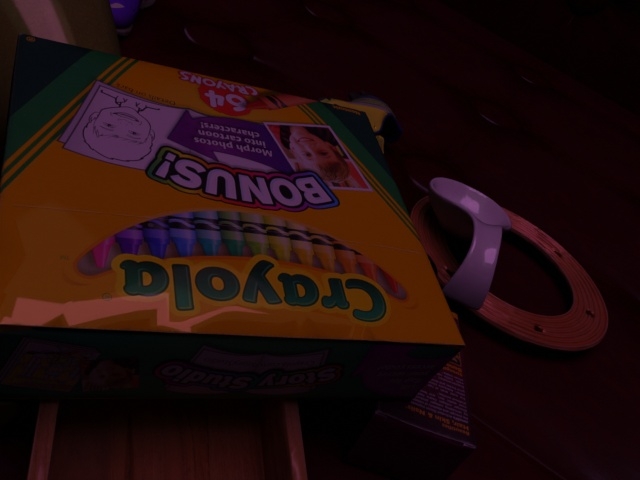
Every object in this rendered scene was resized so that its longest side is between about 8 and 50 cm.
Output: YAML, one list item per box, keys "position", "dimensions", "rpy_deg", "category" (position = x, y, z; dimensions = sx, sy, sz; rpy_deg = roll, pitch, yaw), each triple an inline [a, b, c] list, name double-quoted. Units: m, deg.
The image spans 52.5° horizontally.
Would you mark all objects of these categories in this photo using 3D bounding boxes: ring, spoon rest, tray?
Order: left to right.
- position: [-0.138, 0.067, 0.604]
  dimensions: [0.202, 0.076, 0.411]
  rpy_deg: [11, 43, -22]
  category: "tray"
- position: [0.215, -0.019, 0.920]
  dimensions: [0.137, 0.084, 0.276]
  rpy_deg: [24, 33, -5]
  category: "spoon rest"
- position: [0.282, 0.043, 0.991]
  dimensions: [0.336, 0.032, 0.337]
  rpy_deg: [18, 34, -13]
  category: "ring"

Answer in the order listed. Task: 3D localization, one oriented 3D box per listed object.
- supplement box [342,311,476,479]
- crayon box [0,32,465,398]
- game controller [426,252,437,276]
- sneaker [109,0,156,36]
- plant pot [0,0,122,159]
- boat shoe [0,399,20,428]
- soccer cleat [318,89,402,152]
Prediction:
- position: [0.088, 0.146, 0.676]
  dimensions: [0.104, 0.081, 0.188]
  rpy_deg: [22, 34, -9]
  category: "supplement box"
- position: [-0.089, -0.018, 0.583]
  dimensions: [0.362, 0.106, 0.313]
  rpy_deg: [6, 45, -27]
  category: "crayon box"
- position: [0.000, 0.000, 0.844]
  dimensions: [0.319, 0.067, 0.166]
  rpy_deg: [32, 49, 7]
  category: "game controller"
- position: [-0.347, -0.468, 1.134]
  dimensions: [0.102, 0.146, 0.293]
  rpy_deg: [19, 34, -12]
  category: "sneaker"
- position: [-0.346, -0.229, 0.753]
  dimensions: [0.274, 0.275, 0.294]
  rpy_deg: [-18, 70, -46]
  category: "plant pot"
- position: [-0.294, 0.129, 0.472]
  dimensions: [0.137, 0.049, 0.043]
  rpy_deg: [-8, 45, -34]
  category: "boat shoe"
- position: [0.048, -0.173, 1.065]
  dimensions: [0.121, 0.093, 0.289]
  rpy_deg: [42, 37, 10]
  category: "soccer cleat"
